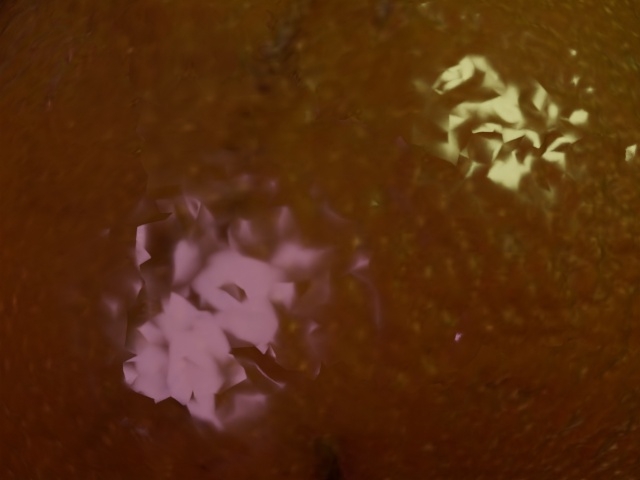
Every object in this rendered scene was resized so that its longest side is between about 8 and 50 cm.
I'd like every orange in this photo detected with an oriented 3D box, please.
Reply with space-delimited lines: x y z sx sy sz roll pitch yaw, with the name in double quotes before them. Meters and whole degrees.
"orange" 0.000 0.000 0.582 0.264 0.264 0.264 9 109 30
